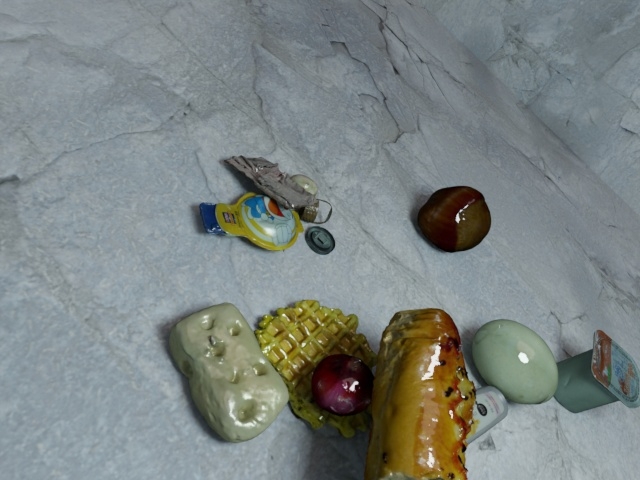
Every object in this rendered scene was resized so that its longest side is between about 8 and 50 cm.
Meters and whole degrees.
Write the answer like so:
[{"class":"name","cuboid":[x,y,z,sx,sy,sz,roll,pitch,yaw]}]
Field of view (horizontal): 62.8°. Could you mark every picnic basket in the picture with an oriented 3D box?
[{"class":"picnic basket","cuboid":[-0.011,-0.078,1.393,0.083,0.072,0.072,12,50,-15]}]

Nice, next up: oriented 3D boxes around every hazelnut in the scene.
[{"class":"hazelnut","cuboid":[0.415,-0.070,1.621,0.230,0.229,0.229,20,48,-23]}]

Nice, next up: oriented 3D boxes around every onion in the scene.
[{"class":"onion","cuboid":[0.046,0.281,1.027,0.131,0.131,0.131,20,48,-23]}]

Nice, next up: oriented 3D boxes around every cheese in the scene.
[{"class":"cheese","cuboid":[-0.158,-0.047,1.260,0.271,0.069,0.176,0,56,-35]},{"class":"cheese","cuboid":[-0.173,0.246,0.997,0.159,0.093,0.262,-20,69,-37]}]

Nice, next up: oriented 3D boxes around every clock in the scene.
[{"class":"clock","cuboid":[0.000,0.000,1.378,0.085,0.017,0.085,20,48,-23]}]

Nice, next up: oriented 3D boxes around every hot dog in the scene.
[{"class":"hot dog","cuboid":[0.206,0.321,1.021,0.196,0.367,0.365,-2,56,15]}]

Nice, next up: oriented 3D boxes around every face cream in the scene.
[{"class":"face cream","cuboid":[0.342,0.428,1.254,0.270,0.073,0.107,-8,55,-39]}]

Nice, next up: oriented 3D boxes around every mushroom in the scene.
[{"class":"mushroom","cuboid":[-0.049,-0.142,1.419,0.084,0.067,0.083,36,7,-6]}]

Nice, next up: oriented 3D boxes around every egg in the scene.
[{"class":"egg","cuboid":[0.511,0.320,1.378,0.253,0.186,0.186,45,43,2]}]

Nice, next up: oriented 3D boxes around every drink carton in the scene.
[{"class":"drink carton","cuboid":[0.779,0.404,1.506,0.191,0.189,0.185,39,42,-5]}]

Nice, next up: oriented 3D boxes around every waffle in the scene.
[{"class":"waffle","cuboid":[0.005,0.272,1.139,0.308,0.060,0.311,4,53,-33]}]

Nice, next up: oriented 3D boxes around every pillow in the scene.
[{"class":"pillow","cuboid":[-0.119,-0.156,1.333,0.248,0.049,0.135,38,24,23]}]
